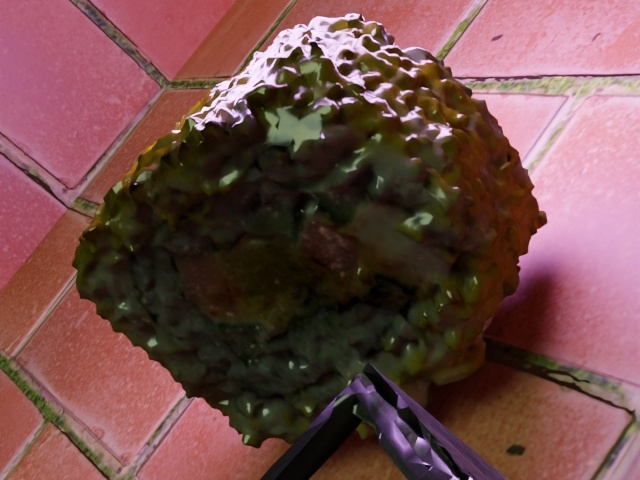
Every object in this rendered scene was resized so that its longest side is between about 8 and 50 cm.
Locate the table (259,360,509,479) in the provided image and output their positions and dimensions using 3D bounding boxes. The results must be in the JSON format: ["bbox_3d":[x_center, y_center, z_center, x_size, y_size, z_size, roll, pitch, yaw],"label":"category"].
[{"bbox_3d":[0.077,0.290,0.512,0.272,0.335,0.222,-48,27,1],"label":"table"}]

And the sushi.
[{"bbox_3d":[0.000,0.000,1.018,0.396,0.351,0.240,-34,14,33],"label":"sushi"}]
